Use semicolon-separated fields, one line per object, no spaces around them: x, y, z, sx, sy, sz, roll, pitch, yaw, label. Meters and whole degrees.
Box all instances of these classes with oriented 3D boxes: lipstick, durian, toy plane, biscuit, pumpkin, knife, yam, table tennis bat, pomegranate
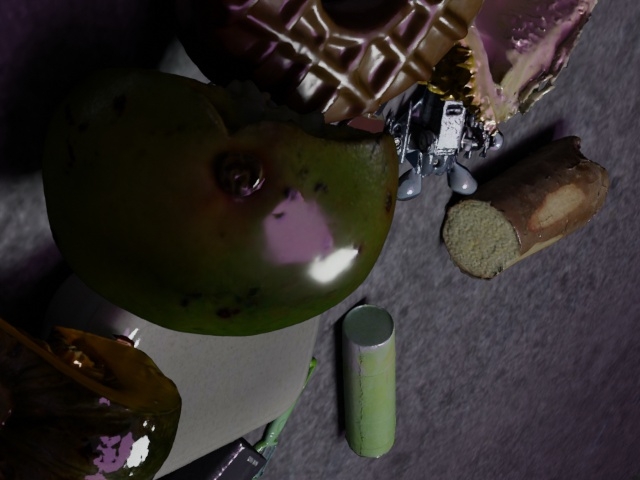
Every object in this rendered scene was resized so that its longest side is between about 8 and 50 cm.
0.067;0.197;2.381;0.076;0.076;0.304;-40;151;-24;lipstick
0.192;-0.295;1.869;0.305;0.185;0.196;-48;136;-18;durian
0.151;-0.160;2.045;0.169;0.078;0.246;-4;131;-21;toy plane
-0.004;-0.239;1.585;0.268;0.115;0.366;-50;141;2;biscuit
-0.261;0.132;1.578;0.139;0.280;0.190;-53;174;12;pumpkin
-0.060;0.238;2.291;0.054;0.015;0.212;-1;126;-49;knife
0.284;-0.046;2.371;0.238;0.129;0.128;-31;112;-39;yam
0.048;-0.129;1.990;0.158;0.014;0.095;-57;153;16;table tennis bat
-0.100;-0.020;1.558;0.358;0.309;0.216;153;-54;-76;pomegranate

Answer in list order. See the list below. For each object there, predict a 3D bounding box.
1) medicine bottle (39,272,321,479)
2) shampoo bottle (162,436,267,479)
-0.143;0.113;1.832;0.375;0.123;0.282;-20;130;-49;medicine bottle
-0.199;0.362;2.161;0.309;0.071;0.098;-48;158;-3;shampoo bottle
